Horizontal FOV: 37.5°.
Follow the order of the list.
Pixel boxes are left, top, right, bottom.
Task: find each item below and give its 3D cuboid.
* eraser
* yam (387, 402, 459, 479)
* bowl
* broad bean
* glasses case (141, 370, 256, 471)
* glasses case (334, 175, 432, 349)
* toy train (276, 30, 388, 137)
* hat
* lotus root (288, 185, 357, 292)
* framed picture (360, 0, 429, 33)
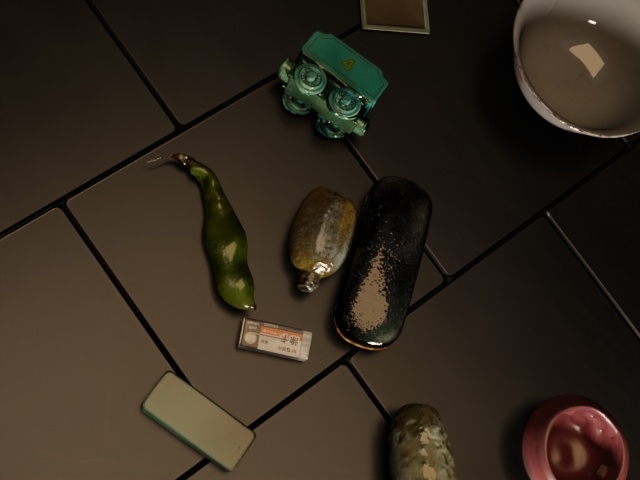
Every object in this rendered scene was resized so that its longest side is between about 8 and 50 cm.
[{"bbox_3d":[-0.079,0.169,1.609,0.122,0.029,0.052,14,72,-9],"label":"eraser"},{"bbox_3d":[0.181,0.433,1.549,0.133,0.133,0.330,-3,72,-15],"label":"yam"},{"bbox_3d":[0.500,-0.334,1.834,0.345,0.157,0.346,4,73,-14],"label":"bowl"},{"bbox_3d":[-0.183,-0.018,1.628,0.098,0.056,0.318,-27,77,-13],"label":"broad bean"},{"bbox_3d":[-0.199,0.295,1.536,0.184,0.039,0.078,37,69,-2],"label":"glasses case"},{"bbox_3d":[0.112,0.037,1.667,0.122,0.082,0.321,20,69,-9],"label":"glasses case"},{"bbox_3d":[0.023,-0.283,1.731,0.198,0.107,0.154,36,62,-1],"label":"toy train"},{"bbox_3d":[0.439,0.369,1.648,0.205,0.089,0.205,3,78,-16],"label":"hat"},{"bbox_3d":[0.000,0.000,1.649,0.113,0.088,0.192,23,71,-13],"label":"lotus root"},{"bbox_3d":[0.143,-0.496,1.871,0.142,0.011,0.183,1,74,-14],"label":"framed picture"}]
